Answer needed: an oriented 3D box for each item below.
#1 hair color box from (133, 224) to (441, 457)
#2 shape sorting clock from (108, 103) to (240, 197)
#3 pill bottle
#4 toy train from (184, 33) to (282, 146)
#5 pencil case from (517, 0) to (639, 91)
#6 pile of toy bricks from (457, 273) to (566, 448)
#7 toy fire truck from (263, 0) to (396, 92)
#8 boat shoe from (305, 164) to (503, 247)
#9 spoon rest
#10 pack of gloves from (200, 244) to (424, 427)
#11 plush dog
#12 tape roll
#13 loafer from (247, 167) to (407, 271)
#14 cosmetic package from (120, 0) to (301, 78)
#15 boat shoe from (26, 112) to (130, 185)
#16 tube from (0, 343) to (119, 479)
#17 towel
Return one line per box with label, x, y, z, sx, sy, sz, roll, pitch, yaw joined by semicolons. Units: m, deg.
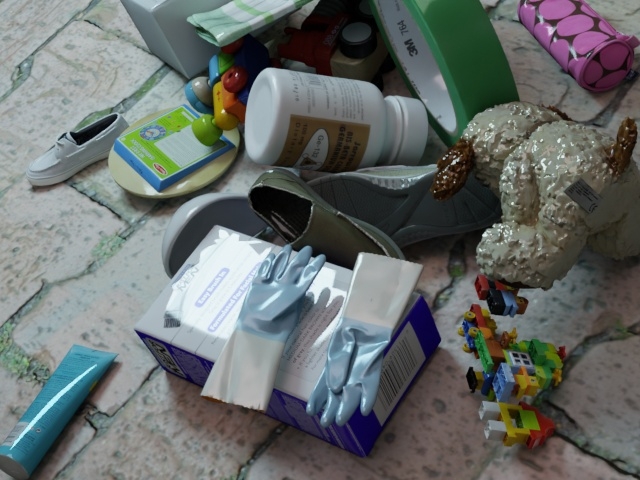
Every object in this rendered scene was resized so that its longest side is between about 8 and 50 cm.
hair color box;-0.044;0.117;1.563;0.338;0.110;0.185;19;60;34
shape sorting clock;-0.223;-0.136;1.925;0.206;0.040;0.206;-4;43;4
pill bottle;0.023;-0.156;1.715;0.229;0.131;0.131;5;40;-21
toy train;-0.132;-0.185;1.850;0.143;0.105;0.248;-34;43;27
pencil case;0.365;-0.298;1.791;0.098;0.095;0.209;-50;42;18
pile of toy bricks;0.234;0.133;1.445;0.105;0.118;0.212;8;34;-12
toy fire truck;0.008;-0.329;1.954;0.246;0.158;0.217;15;56;21
boat shoe;0.101;-0.045;1.665;0.320;0.118;0.103;-11;1;17
spoon rest;-0.117;-0.041;1.743;0.084;0.137;0.276;32;52;22
pack of gloves;-0.004;0.113;1.460;0.195;0.046;0.232;12;59;18
plush dog;0.263;-0.088;1.494;0.262;0.211;0.225;-19;41;-35
tape roll;0.157;-0.262;1.679;0.077;0.321;0.321;-29;44;-3
loafer;0.000;0.000;1.603;0.251;0.087;0.094;34;109;17
cosmetic package;-0.188;-0.398;2.058;0.224;0.138;0.224;-33;30;-10
boat shoe;-0.388;-0.147;1.990;0.184;0.063;0.066;-20;44;4
tube;-0.348;0.216;1.646;0.080;0.052;0.207;11;49;25
towel;-0.033;-0.381;1.847;0.324;0.038;0.248;-29;20;-7
